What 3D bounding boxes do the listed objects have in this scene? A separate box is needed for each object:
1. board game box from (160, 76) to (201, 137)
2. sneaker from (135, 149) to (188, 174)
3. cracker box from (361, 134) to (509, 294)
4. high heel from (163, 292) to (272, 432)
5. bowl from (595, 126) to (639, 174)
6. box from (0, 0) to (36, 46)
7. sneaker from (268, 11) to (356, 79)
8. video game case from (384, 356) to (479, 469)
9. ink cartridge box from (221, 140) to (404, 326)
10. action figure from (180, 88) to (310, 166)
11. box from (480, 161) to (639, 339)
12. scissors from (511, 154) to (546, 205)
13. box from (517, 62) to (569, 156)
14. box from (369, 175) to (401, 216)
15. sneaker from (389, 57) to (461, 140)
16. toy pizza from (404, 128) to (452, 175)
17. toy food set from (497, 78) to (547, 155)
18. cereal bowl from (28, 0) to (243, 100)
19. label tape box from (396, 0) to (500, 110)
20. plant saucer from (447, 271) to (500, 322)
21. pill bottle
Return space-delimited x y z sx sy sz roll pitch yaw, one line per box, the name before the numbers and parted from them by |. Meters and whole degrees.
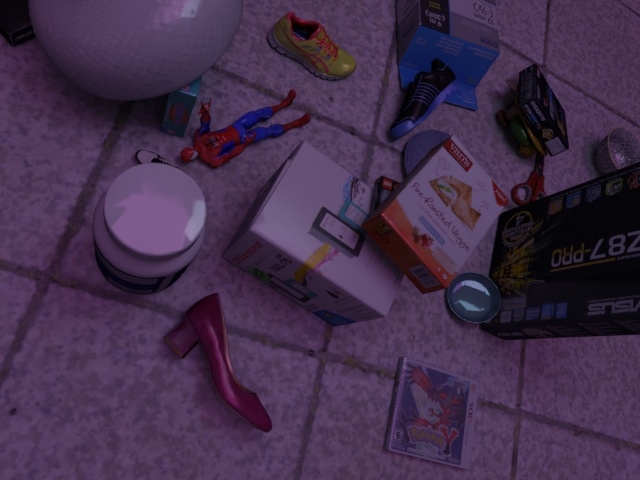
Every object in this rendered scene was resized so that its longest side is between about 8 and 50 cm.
board game box | -0.242 -0.318 0.855 0.047 0.160 0.210 13 72 -22
sneaker | -0.284 -0.135 0.853 0.109 0.044 0.040 30 68 -13
cracker box | 0.197 -0.047 0.780 0.155 0.067 0.232 47 60 -7
high heel | -0.144 0.208 0.804 0.244 0.082 0.117 44 72 6
bowl | 0.874 -0.241 1.388 0.170 0.080 0.170 6 74 -22
box | -0.524 -0.465 0.831 0.191 0.045 0.184 -42 94 -27
sneaker | -0.006 -0.427 1.029 0.209 0.094 0.081 17 68 -21
video game case | 0.236 0.356 0.968 0.201 0.023 0.183 21 68 -18
ink cartridge box | 0.000 0.000 0.858 0.270 0.198 0.197 33 65 -13
action figure | -0.137 -0.226 0.896 0.280 0.139 0.091 -32 90 -25
box | 0.529 0.040 0.979 0.097 0.395 0.318 24 69 -19
scissors | 0.603 -0.180 1.285 0.109 0.021 0.297 40 63 -7
box | 0.592 -0.351 1.250 0.175 0.051 0.220 47 42 -19
box | 0.151 -0.045 0.813 0.137 0.027 0.093 18 67 -20
sneaker | 0.230 -0.335 1.109 0.232 0.081 0.090 -45 97 -18
toy pizza | 0.284 -0.171 1.127 0.201 0.032 0.201 7 73 -22
toy food set | 0.534 -0.315 1.265 0.128 0.071 0.217 -16 82 -51
cereal bowl | -0.302 -0.399 0.733 0.339 0.141 0.338 -2 71 6
label tape box | 0.327 -0.535 1.200 0.249 0.115 0.347 7 72 -22
plant saucer | 0.344 0.130 1.060 0.120 0.021 0.119 0 68 0
pill bottle | -0.257 -0.010 0.705 0.153 0.265 0.153 7 73 -23
